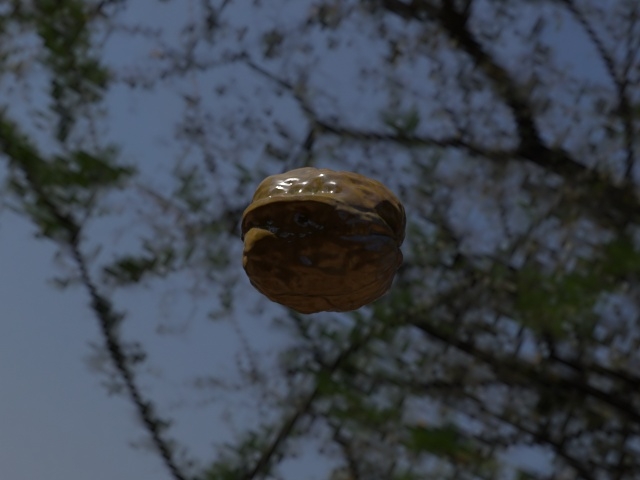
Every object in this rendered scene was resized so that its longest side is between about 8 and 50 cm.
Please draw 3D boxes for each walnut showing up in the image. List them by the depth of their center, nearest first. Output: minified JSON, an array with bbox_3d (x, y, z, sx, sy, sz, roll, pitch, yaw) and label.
[{"bbox_3d":[0.000,0.000,0.998,0.096,0.079,0.082,2,-29,20],"label":"walnut"}]
